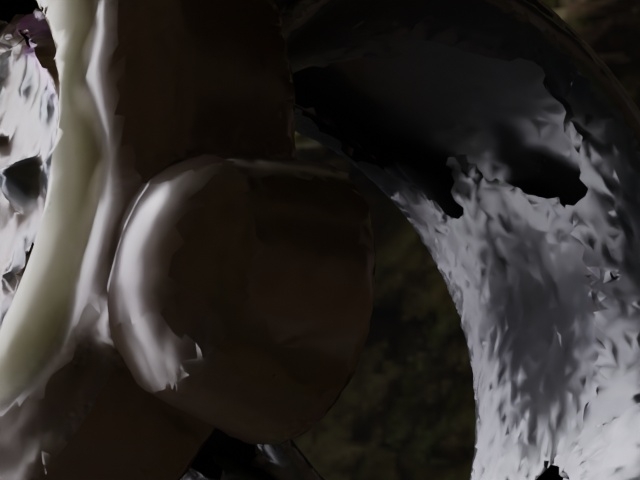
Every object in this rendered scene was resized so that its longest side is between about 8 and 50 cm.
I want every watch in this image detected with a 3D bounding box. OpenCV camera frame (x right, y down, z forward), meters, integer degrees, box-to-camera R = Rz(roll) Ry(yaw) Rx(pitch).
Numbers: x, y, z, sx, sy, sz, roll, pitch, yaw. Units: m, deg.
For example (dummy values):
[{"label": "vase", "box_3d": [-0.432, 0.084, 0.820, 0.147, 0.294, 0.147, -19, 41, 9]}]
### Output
[{"label": "watch", "box_3d": [0.000, 0.000, 0.651, 0.326, 0.314, 0.335, 14, -119, -34]}]
